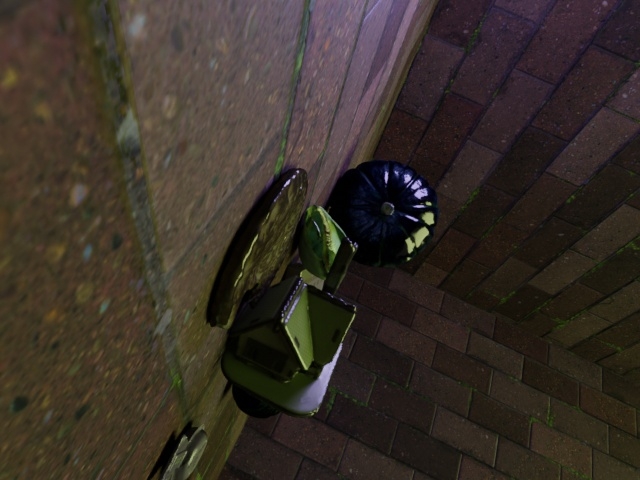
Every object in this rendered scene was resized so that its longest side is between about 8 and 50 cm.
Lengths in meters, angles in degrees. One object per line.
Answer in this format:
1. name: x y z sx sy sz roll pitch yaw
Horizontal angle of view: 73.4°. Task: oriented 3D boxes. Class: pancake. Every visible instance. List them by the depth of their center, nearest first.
1. pancake: -0.085 0.020 0.644 0.288 0.033 0.286 -60 176 -44

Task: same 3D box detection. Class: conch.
1. conch: 0.008 0.018 1.060 0.144 0.137 0.250 -63 176 -6

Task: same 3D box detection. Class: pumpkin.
1. pumpkin: -0.133 0.357 1.097 0.150 0.194 0.194 62 -40 44
2. pumpkin: 0.199 -0.088 1.415 0.266 0.363 0.364 2 114 -85

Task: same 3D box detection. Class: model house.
1. model house: -0.030 0.130 0.750 0.279 0.204 0.218 -66 178 40

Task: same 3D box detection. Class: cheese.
1. cheese: -0.235 0.370 0.741 0.191 0.042 0.105 102 12 -70

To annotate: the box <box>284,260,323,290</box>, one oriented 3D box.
1. box: -0.068 0.233 1.255 0.204 0.051 0.366 -22 127 -67
